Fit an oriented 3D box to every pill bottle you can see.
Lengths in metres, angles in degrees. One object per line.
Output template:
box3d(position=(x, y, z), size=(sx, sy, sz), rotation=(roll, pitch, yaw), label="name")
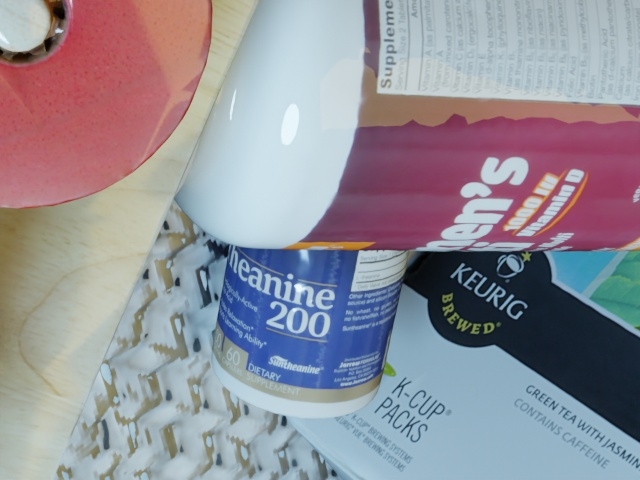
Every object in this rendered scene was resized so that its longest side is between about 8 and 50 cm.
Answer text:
box3d(position=(0.000, 0.000, 0.726), size=(0.067, 0.067, 0.120), rotation=(-10, 121, -39), label="pill bottle")
box3d(position=(0.019, -0.057, 0.616), size=(0.221, 0.121, 0.121), rotation=(0, 116, -25), label="pill bottle")

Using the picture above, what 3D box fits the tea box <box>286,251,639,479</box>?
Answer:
box3d(position=(0.220, 0.088, 0.872), size=(0.323, 0.220, 0.329), rotation=(-48, 137, -9), label="tea box")

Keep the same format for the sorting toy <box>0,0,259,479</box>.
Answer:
box3d(position=(-0.156, -0.031, 0.460), size=(0.257, 0.089, 0.255), rotation=(21, 102, -17), label="sorting toy")
